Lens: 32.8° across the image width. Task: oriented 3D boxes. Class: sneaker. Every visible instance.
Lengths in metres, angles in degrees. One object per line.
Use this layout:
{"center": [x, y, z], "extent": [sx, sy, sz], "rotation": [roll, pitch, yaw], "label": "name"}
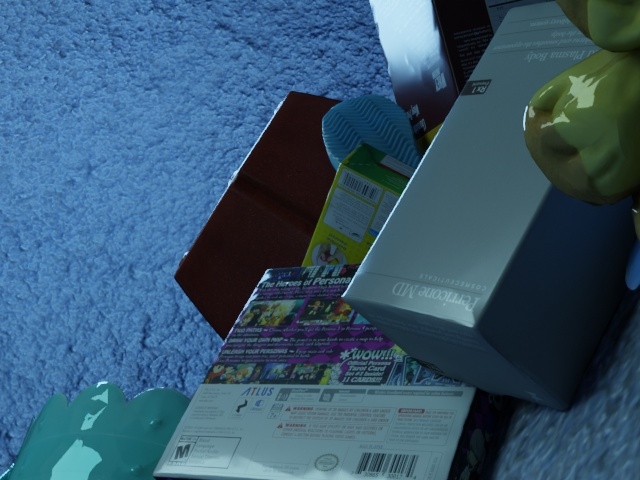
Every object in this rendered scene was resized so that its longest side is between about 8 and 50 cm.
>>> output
{"center": [0.069, -0.045, 1.015], "extent": [0.087, 0.229, 0.092], "rotation": [-24, -36, -8], "label": "sneaker"}

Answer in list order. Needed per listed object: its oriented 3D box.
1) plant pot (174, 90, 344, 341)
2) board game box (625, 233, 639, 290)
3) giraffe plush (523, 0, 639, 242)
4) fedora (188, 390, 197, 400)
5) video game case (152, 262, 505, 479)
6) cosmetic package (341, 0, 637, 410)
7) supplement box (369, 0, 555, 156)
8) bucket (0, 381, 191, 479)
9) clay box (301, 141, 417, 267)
{"center": [0.000, 0.000, 1.184], "extent": [0.267, 0.235, 0.267], "rotation": [-54, 7, 42], "label": "plant pot"}
{"center": [0.212, -0.041, 0.554], "extent": [0.133, 0.033, 0.169], "rotation": [-59, -6, -38], "label": "board game box"}
{"center": [0.201, -0.093, 0.410], "extent": [0.170, 0.181, 0.210], "rotation": [-34, -24, -42], "label": "giraffe plush"}
{"center": [-0.149, 0.304, 1.389], "extent": [0.275, 0.124, 0.244], "rotation": [-40, 19, 46], "label": "fedora"}
{"center": [0.021, 0.098, 0.772], "extent": [0.232, 0.042, 0.210], "rotation": [-5, 41, 32], "label": "video game case"}
{"center": [0.132, -0.028, 0.670], "extent": [0.127, 0.107, 0.238], "rotation": [6, 58, 53], "label": "cosmetic package"}
{"center": [0.143, -0.188, 1.003], "extent": [0.129, 0.194, 0.191], "rotation": [-14, -2, -10], "label": "supplement box"}
{"center": [-0.145, 0.264, 0.875], "extent": [0.281, 0.281, 0.183], "rotation": [-52, 14, 47], "label": "bucket"}
{"center": [0.046, 0.044, 0.900], "extent": [0.053, 0.127, 0.222], "rotation": [-48, -17, -53], "label": "clay box"}
